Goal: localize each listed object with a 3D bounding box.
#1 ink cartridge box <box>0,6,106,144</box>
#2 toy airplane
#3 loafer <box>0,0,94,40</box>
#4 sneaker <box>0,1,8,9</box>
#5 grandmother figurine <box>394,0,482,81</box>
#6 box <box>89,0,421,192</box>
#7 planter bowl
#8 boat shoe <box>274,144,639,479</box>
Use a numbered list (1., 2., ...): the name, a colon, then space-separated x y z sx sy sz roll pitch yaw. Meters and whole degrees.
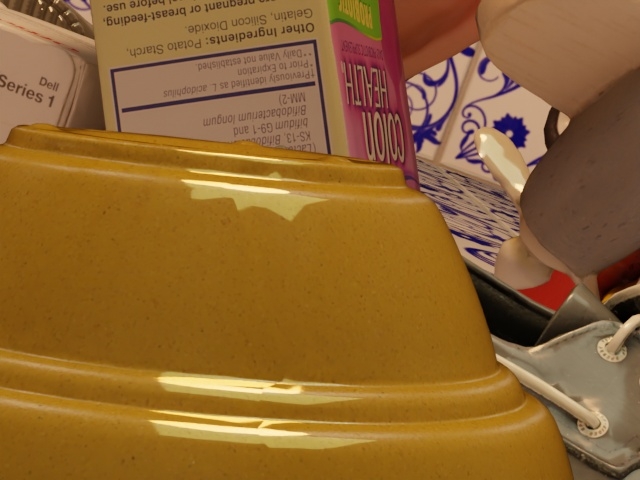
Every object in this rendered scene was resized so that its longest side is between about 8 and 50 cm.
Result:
1. ink cartridge box: -0.165 -0.076 1.083 0.160 0.093 0.219 22 6 18
2. toy airplane: 0.268 0.008 0.939 0.386 0.272 0.384 7 -28 10
3. loafer: -0.209 -0.132 1.543 0.251 0.094 0.087 27 -22 -27
4. sneaker: -0.277 -0.142 1.337 0.226 0.086 0.163 26 6 35
5. grandmother figurine: 0.013 -0.112 1.226 0.208 0.104 0.342 -3 -22 -35
6. box: -0.030 -0.106 0.992 0.117 0.243 0.213 -7 1 11
7. planter bowl: -0.032 0.020 0.479 0.217 0.090 0.217 7 4 -1
8. boat shoe: 0.096 0.056 0.745 0.319 0.099 0.116 22 6 16
